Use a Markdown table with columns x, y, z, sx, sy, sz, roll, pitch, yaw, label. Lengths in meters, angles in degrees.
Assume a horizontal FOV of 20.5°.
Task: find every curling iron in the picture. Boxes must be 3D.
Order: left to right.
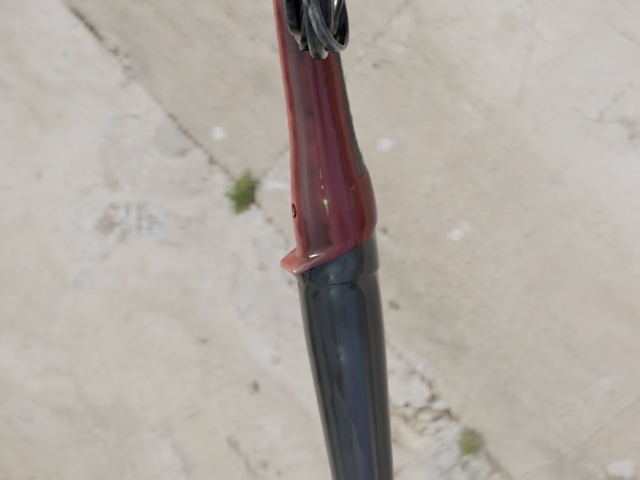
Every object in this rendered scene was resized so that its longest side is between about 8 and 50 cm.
| x | y | z | sx | sy | sz | roll | pitch | yaw | label |
| --- | --- | --- | --- | --- | --- | --- | --- | --- | --- |
| 0.000 | 0.000 | 0.596 | 0.035 | 0.068 | 0.274 | -1 | 113 | 12 | curling iron |
